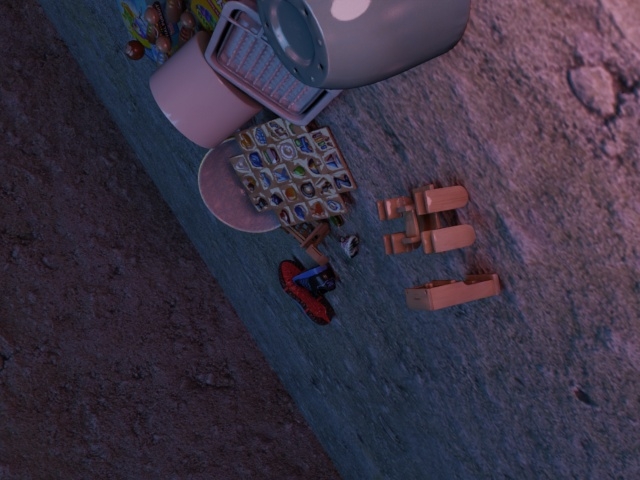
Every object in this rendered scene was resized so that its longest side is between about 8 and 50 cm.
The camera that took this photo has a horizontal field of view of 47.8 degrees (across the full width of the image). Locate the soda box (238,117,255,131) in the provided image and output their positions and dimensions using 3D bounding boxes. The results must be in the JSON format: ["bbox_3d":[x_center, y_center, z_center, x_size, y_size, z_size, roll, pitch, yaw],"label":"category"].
[{"bbox_3d":[-0.241,-0.396,2.011,0.063,0.058,0.183,37,154,43],"label":"soda box"}]

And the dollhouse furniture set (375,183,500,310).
[{"bbox_3d":[0.248,0.006,1.463,0.212,0.161,0.242,172,88,-68],"label":"dollhouse furniture set"}]

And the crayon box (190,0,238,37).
[{"bbox_3d":[-0.210,-0.537,1.684,0.202,0.081,0.318,54,161,3],"label":"crayon box"}]

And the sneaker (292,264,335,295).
[{"bbox_3d":[-0.021,0.134,2.299,0.090,0.081,0.232,63,159,0],"label":"sneaker"}]

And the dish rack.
[{"bbox_3d":[-0.094,-0.388,1.546,0.286,0.072,0.333,33,162,-11],"label":"dish rack"}]

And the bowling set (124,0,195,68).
[{"bbox_3d":[-0.420,-0.541,1.936,0.287,0.200,0.154,62,160,14],"label":"bowling set"}]

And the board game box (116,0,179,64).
[{"bbox_3d":[-0.534,-0.704,2.176,0.254,0.079,0.336,41,156,36],"label":"board game box"}]

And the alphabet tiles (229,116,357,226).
[{"bbox_3d":[-0.077,-0.172,1.831,0.343,0.011,0.285,-11,115,40],"label":"alphabet tiles"}]

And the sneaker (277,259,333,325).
[{"bbox_3d":[-0.069,0.186,2.463,0.261,0.104,0.125,56,162,0],"label":"sneaker"}]

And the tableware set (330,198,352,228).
[{"bbox_3d":[0.030,-0.087,1.919,0.104,0.024,0.154,54,161,7],"label":"tableware set"}]

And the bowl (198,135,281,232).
[{"bbox_3d":[-0.180,-0.182,2.016,0.289,0.290,0.156,64,-158,-23],"label":"bowl"}]

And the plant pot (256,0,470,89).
[{"bbox_3d":[0.045,-0.371,1.125,0.293,0.235,0.293,47,159,24],"label":"plant pot"}]

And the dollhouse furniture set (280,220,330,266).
[{"bbox_3d":[0.000,0.000,2.079,0.182,0.101,0.161,42,-179,32],"label":"dollhouse furniture set"}]

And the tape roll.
[{"bbox_3d":[-0.281,-0.374,1.806,0.246,0.169,0.246,45,-158,-24],"label":"tape roll"}]

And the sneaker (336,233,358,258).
[{"bbox_3d":[0.068,0.002,1.949,0.069,0.038,0.098,46,158,24],"label":"sneaker"}]
